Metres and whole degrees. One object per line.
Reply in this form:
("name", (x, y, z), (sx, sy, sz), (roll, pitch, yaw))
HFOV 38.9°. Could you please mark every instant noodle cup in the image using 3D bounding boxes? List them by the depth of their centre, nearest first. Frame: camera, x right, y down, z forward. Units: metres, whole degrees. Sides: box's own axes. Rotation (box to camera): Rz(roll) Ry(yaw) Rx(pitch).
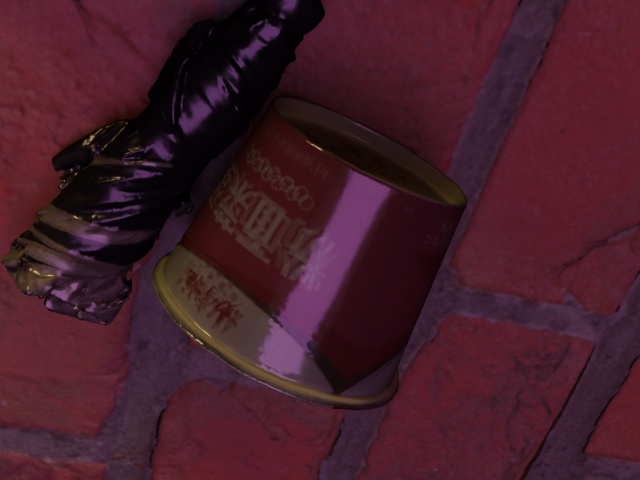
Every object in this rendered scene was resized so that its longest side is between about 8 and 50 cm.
("instant noodle cup", (0.000, 0.000, 0.751), (0.235, 0.235, 0.178), (21, 108, -18))

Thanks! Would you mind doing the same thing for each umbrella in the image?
("umbrella", (-0.130, -0.081, 0.767), (0.113, 0.106, 0.357), (33, 107, -33))
